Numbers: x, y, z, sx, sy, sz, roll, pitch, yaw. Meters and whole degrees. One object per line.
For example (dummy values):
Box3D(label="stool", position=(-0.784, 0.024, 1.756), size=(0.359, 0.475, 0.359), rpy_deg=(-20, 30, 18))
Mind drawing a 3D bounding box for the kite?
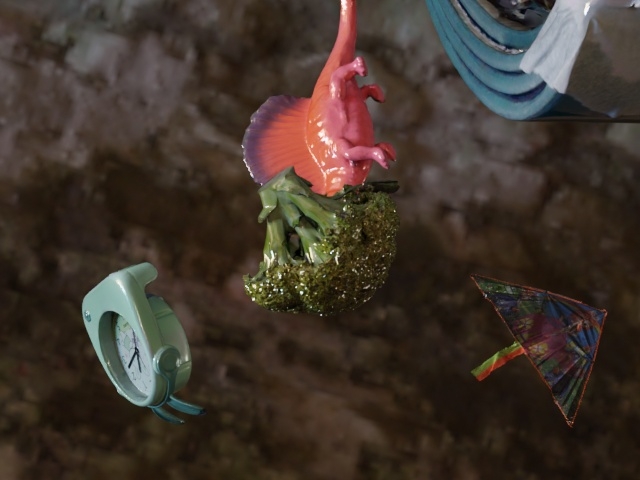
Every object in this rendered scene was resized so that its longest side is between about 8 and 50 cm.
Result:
Box3D(label="kite", position=(0.212, 0.098, 1.523), size=(0.159, 0.190, 0.010), rpy_deg=(-19, 147, -19))

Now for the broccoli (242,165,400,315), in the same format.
Box3D(label="broccoli", position=(0.000, 0.000, 1.216), size=(0.131, 0.130, 0.120), rpy_deg=(-33, 103, 30))

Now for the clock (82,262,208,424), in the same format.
Box3D(label="clock", position=(-0.142, 0.091, 1.282), size=(0.041, 0.135, 0.101), rpy_deg=(-22, 175, -34))

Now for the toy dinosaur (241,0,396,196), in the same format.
Box3D(label="toy dinosaur", position=(-0.011, -0.128, 1.510), size=(0.139, 0.286, 0.070), rpy_deg=(-16, 151, 11))

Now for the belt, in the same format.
Box3D(label="belt", position=(0.201, -0.274, 1.289), size=(0.173, 0.300, 0.436), rpy_deg=(-1, -143, -20))
